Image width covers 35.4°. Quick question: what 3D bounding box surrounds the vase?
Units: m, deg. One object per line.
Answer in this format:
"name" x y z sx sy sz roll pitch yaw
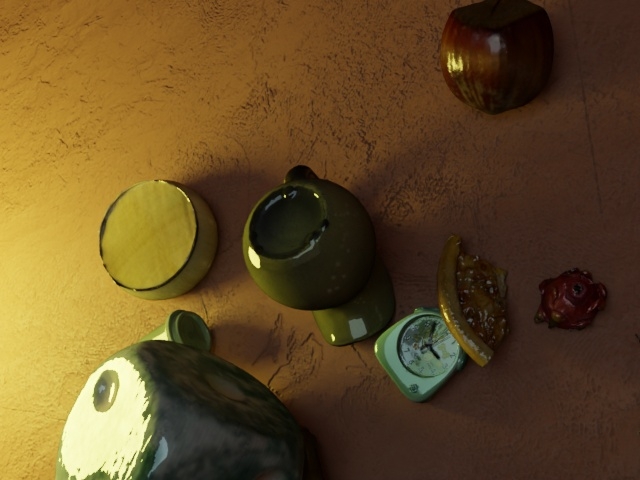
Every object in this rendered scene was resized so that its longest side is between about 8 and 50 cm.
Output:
"vase" 0.000 0.000 1.897 0.241 0.302 0.329 -22 53 17

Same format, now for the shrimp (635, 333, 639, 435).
"shrimp" 0.585 0.305 1.648 0.145 0.116 0.342 -11 69 -5

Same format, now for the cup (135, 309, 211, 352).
"cup" -0.307 0.213 2.048 0.141 0.120 0.120 -25 69 29

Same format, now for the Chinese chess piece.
"Chinese chess piece" -0.341 -0.001 2.110 0.257 0.104 0.257 -5 76 21

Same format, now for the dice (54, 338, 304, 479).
"dice" -0.258 0.402 1.805 0.348 0.328 0.330 -60 38 10

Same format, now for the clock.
"clock" 0.206 0.199 1.859 0.189 0.060 0.148 -39 66 10

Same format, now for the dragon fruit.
"dragon fruit" 0.442 0.102 1.780 0.126 0.068 0.112 3 79 22

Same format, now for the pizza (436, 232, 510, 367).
"pizza" 0.279 0.105 1.825 0.135 0.056 0.271 3 57 -2

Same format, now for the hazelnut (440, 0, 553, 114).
"hazelnut" 0.332 -0.348 1.887 0.212 0.180 0.181 6 52 23

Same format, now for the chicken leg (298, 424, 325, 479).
"chicken leg" 0.001 0.502 1.794 0.140 0.211 0.360 -12 72 -23
